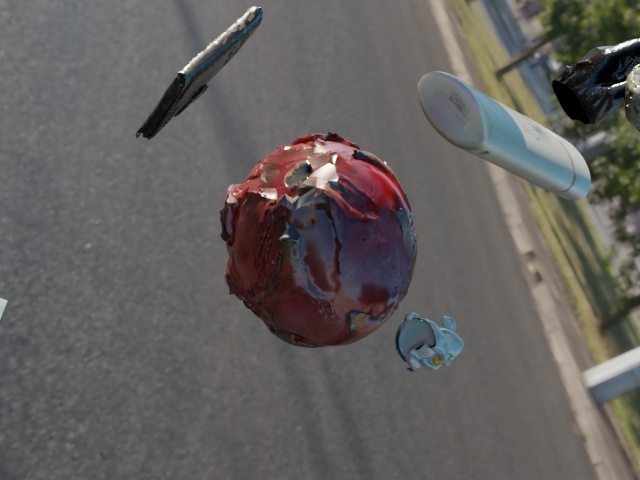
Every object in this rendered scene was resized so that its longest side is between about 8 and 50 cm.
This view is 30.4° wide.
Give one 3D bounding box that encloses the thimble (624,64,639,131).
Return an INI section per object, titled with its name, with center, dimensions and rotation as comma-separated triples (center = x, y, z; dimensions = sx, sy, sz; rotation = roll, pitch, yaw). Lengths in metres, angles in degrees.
[thimble]
center = 0.435, -0.188, 1.519
dimensions = 0.110, 0.084, 0.062
rotation = -37, 129, -39

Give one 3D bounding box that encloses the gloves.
[gloves]
center = 0.425, -0.237, 1.639
dimensions = 0.106, 0.181, 0.129
rotation = 58, -3, 13

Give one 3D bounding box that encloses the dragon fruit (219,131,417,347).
[dragon fruit]
center = 0.000, 0.000, 1.710
dimensions = 0.295, 0.296, 0.301
rotation = -101, 170, -46

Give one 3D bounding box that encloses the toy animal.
[toy animal]
center = 0.157, 0.148, 1.658
dimensions = 0.124, 0.071, 0.085
rotation = 23, 21, -51

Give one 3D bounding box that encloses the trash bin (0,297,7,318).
[trash bin]
center = -0.571, 0.119, 1.851
dimensions = 0.130, 0.059, 0.116
rotation = 21, 31, -12

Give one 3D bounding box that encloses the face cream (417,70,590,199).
[face cream]
center = 0.301, -0.155, 1.840
dimensions = 0.348, 0.081, 0.173
rotation = 19, 27, -47

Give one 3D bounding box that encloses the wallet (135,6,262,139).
[wallet]
center = -0.146, -0.207, 1.454
dimensions = 0.031, 0.122, 0.232
rotation = 39, 37, -6
